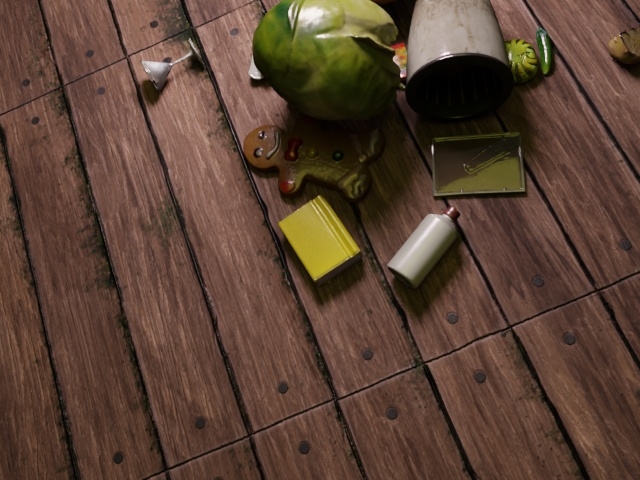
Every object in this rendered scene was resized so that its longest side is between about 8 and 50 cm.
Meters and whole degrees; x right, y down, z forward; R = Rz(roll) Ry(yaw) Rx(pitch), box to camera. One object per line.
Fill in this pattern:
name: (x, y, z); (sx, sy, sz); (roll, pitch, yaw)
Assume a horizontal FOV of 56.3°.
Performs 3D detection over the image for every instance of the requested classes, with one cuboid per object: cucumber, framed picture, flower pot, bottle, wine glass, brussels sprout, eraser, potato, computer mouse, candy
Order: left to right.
wine glass: (-0.484, -0.579, 1.968); (0.182, 0.122, 0.122); (-29, 70, -6)
computer mouse: (-0.202, -0.563, 1.946); (0.055, 0.032, 0.110); (8, 69, -5)
eraser: (0.000, 0.000, 1.712); (0.158, 0.069, 0.226); (-32, 70, -1)
brussels sprout: (0.005, -0.517, 1.630); (0.425, 0.361, 0.343); (42, 112, 41)
candy: (0.245, -0.547, 1.857); (0.062, 0.038, 0.122); (-16, 71, 5)
bottle: (0.295, 0.009, 1.639); (0.104, 0.104, 0.245); (37, 83, 19)
flower pot: (0.380, -0.554, 1.708); (0.293, 0.294, 0.330); (-4, 67, 9)
framed picture: (0.451, -0.219, 1.724); (0.259, 0.023, 0.189); (-3, 72, 9)
cucumber: (0.671, -0.574, 1.789); (0.039, 0.039, 0.168); (-5, 75, 9)
potato: (0.891, -0.555, 1.733); (0.172, 0.089, 0.101); (-31, 89, -33)

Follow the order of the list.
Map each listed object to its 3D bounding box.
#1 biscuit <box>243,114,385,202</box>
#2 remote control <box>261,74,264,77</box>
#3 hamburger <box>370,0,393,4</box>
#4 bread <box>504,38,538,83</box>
biscuit: (-0.038, -0.259, 1.803); (0.431, 0.064, 0.283); (15, 76, 14)
remote control: (-0.064, -0.599, 1.910); (0.277, 0.055, 0.103); (-12, 71, 0)
hamburger: (0.140, -0.815, 1.848); (0.289, 0.170, 0.314); (-7, 35, 7)
bread: (0.581, -0.536, 1.777); (0.129, 0.071, 0.139); (10, 74, 18)
